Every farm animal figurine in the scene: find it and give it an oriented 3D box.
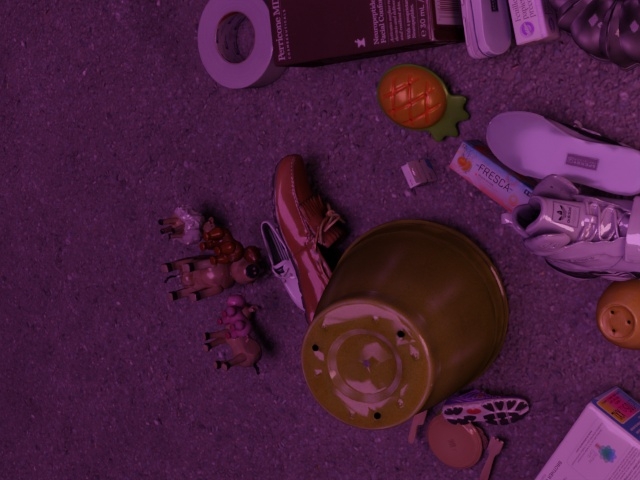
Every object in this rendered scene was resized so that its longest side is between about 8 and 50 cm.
[{"bbox_3d":[-0.217,0.102,2.317,0.327,0.172,0.330,22,118,45],"label":"farm animal figurine"}]

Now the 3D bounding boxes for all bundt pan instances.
[{"bbox_3d":[0.517,-0.445,1.703,0.331,0.124,0.330,7,103,35],"label":"bundt pan"}]

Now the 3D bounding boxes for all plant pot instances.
[{"bbox_3d":[0.537,0.135,1.797,0.134,0.095,0.134,7,102,36],"label":"plant pot"},{"bbox_3d":[0.130,0.175,1.887,0.367,0.353,0.366,5,105,20],"label":"plant pot"}]

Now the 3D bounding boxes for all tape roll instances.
[{"bbox_3d":[-0.164,-0.441,2.237,0.219,0.072,0.219,6,101,35],"label":"tape roll"}]

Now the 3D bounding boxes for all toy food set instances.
[{"bbox_3d":[0.276,0.399,2.075,0.192,0.038,0.132,27,120,25],"label":"toy food set"}]

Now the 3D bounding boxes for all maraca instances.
[{"bbox_3d":[0.197,-0.267,1.988,0.186,0.099,0.127,30,119,0],"label":"maraca"}]

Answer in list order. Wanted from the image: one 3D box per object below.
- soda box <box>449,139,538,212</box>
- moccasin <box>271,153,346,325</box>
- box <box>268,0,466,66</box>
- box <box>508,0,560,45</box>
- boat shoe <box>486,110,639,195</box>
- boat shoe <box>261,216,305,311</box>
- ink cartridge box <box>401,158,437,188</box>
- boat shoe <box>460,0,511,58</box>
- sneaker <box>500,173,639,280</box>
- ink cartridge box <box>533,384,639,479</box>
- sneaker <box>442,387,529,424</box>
[{"bbox_3d":[0.334,-0.116,1.930,0.183,0.058,0.063,40,118,24],"label":"soda box"},{"bbox_3d":[-0.001,0.000,2.150,0.147,0.139,0.379,-17,84,21],"label":"moccasin"},{"bbox_3d":[0.084,-0.457,2.012,0.382,0.143,0.191,-3,96,38],"label":"box"},{"bbox_3d":[0.362,-0.515,1.842,0.063,0.067,0.323,-10,90,37],"label":"box"},{"bbox_3d":[0.447,-0.156,1.813,0.306,0.105,0.113,15,102,27],"label":"boat shoe"},{"bbox_3d":[-0.076,0.056,2.248,0.083,0.076,0.226,-32,78,36],"label":"boat shoe"},{"bbox_3d":[0.190,-0.131,2.018,0.028,0.083,0.048,-30,79,36],"label":"ink cartridge box"},{"bbox_3d":[0.289,-0.463,1.887,0.084,0.095,0.258,-4,86,59],"label":"boat shoe"},{"bbox_3d":[0.477,-0.018,1.698,0.366,0.210,0.137,-7,65,52],"label":"sneaker"},{"bbox_3d":[0.582,0.485,1.786,0.395,0.151,0.270,41,119,26],"label":"ink cartridge box"},{"bbox_3d":[0.322,0.315,2.006,0.170,0.071,0.068,-4,128,22],"label":"sneaker"}]
